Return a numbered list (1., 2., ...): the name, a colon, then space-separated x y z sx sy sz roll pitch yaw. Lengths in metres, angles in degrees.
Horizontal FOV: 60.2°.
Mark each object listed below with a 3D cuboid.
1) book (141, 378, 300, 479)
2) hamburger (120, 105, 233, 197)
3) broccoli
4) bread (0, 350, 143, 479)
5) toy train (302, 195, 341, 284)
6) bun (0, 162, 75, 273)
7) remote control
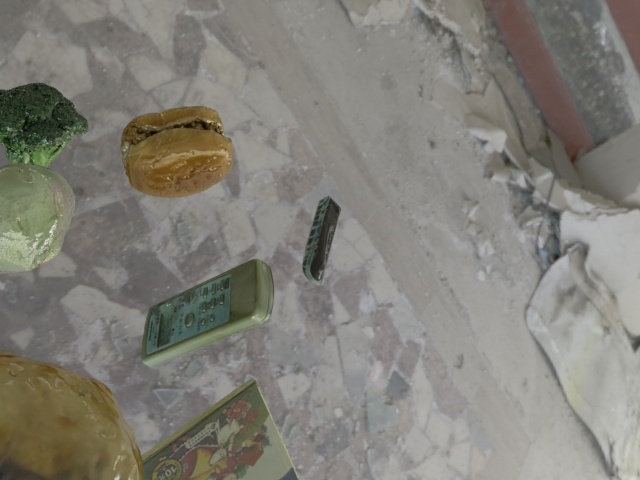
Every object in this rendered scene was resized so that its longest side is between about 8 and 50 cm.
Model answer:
1. book: -0.142 0.413 0.899 0.228 0.018 0.323 -32 115 -26
2. hamburger: -0.189 -0.115 0.742 0.147 0.138 0.083 -12 74 -16
3. broccoli: -0.846 -0.325 1.606 0.307 0.275 0.308 18 24 -8
4. bread: -0.268 0.191 0.469 0.244 0.244 0.134 44 17 -24
5. toy train: 0.000 0.000 1.060 0.043 0.047 0.208 46 39 -30
6. bun: -0.643 -0.018 1.163 0.293 0.293 0.187 -23 79 -45
7. remote control: -0.167 0.105 0.796 0.038 0.233 0.098 38 37 -42
